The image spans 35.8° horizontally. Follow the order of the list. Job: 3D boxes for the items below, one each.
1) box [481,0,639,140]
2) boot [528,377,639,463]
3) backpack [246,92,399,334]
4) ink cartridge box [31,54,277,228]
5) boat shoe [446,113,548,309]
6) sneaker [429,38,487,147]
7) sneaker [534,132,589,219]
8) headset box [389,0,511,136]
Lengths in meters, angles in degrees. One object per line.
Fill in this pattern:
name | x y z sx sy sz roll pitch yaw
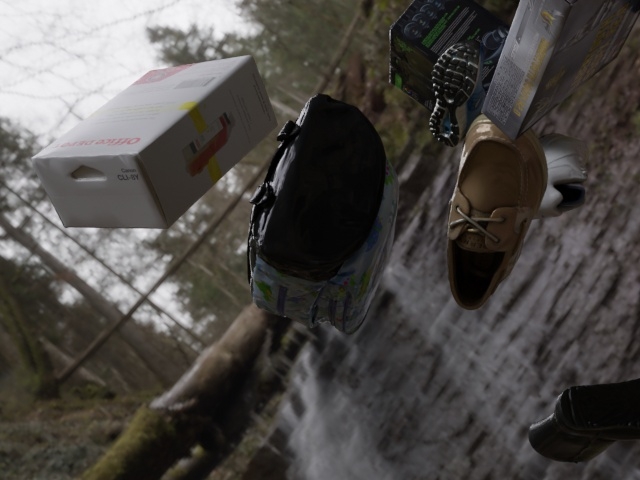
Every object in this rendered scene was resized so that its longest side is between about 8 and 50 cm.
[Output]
box | 0.269 -0.230 1.031 0.183 0.056 0.231 -39 -19 -21
boot | 0.469 0.289 1.570 0.207 0.246 0.094 92 177 -66
backpack | 0.000 0.000 1.519 0.355 0.273 0.290 129 162 -59
ink cartridge box | -0.305 -0.185 1.867 0.385 0.279 0.160 -49 -51 -44
boat shoe | 0.237 -0.029 1.382 0.110 0.121 0.341 -58 -24 -33
sneaker | 0.189 -0.205 1.324 0.073 0.063 0.162 -41 -26 -34
sneaker | 0.383 -0.092 1.616 0.297 0.129 0.111 -36 -51 -47
headset box | 0.253 -0.300 1.735 0.131 0.283 0.246 -50 -10 -7
